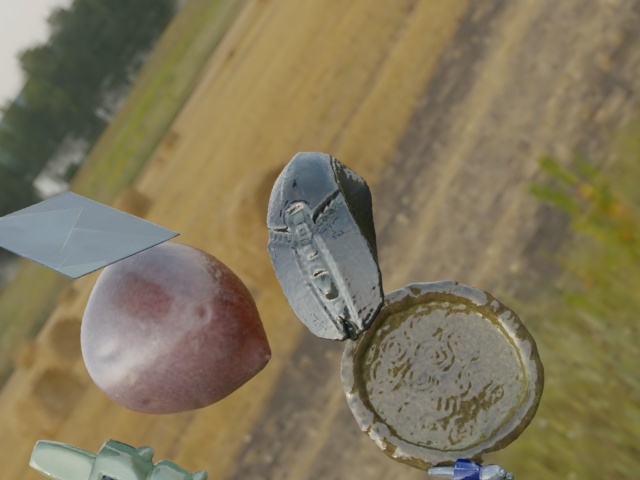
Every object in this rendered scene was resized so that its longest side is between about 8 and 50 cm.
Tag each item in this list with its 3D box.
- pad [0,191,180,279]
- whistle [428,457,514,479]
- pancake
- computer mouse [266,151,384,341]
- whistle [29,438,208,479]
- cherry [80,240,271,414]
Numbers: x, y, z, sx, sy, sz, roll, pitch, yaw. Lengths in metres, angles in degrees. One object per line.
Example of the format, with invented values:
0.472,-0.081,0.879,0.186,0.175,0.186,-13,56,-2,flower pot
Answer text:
-0.309,-0.010,2.333,0.164,0.004,0.243,-25,30,-36,pad
0.144,0.223,1.794,0.033,0.083,0.029,50,-135,-60,whistle
0.118,0.132,1.835,0.199,0.199,0.021,-57,-6,-9,pancake
0.000,0.000,1.747,0.106,0.062,0.192,-28,65,28,computer mouse
-0.242,0.303,2.336,0.092,0.244,0.110,-8,-65,-82,whistle
-0.195,0.116,2.479,0.239,0.206,0.239,-29,40,28,cherry
